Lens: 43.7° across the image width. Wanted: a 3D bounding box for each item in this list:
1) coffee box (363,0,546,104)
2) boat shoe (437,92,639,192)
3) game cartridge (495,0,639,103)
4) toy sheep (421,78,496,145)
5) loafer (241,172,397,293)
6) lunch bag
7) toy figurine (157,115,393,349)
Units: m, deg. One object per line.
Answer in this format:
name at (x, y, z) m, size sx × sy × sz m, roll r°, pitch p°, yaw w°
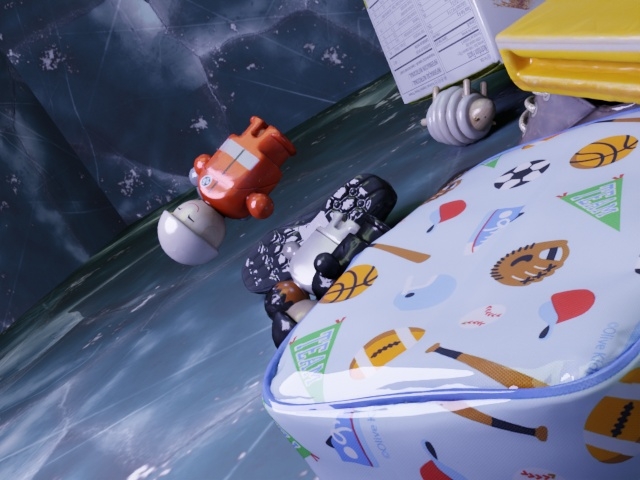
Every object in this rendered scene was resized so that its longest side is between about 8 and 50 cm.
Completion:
coffee box at (0.264, -0.429, 1.161) m, size 0.338 × 0.334 × 0.338 m, roll -24°, pitch 6°, yaw -13°
boat shoe at (0.229, -0.094, 0.624) m, size 0.355 × 0.130 × 0.132 m, roll -19°, pitch 18°, yaw 46°
game cartridge at (0.306, -0.183, 0.466) m, size 0.324 × 0.052 × 0.285 m, roll -33°, pitch 22°, yaw -9°
toy sheep at (0.190, -0.174, 1.110) m, size 0.091 × 0.091 × 0.132 m, roll -39°, pitch 20°, yaw -27°
loafer at (0.000, 0.000, 0.985) m, size 0.223 × 0.076 × 0.078 m, roll -35°, pitch -25°, yaw 19°
lunch bag at (0.126, 0.036, 0.435) m, size 0.243 × 0.114 × 0.303 m, roll -13°, pitch 24°, yaw 43°
toy figurine at (-0.047, 0.002, 0.768) m, size 0.148 × 0.213 × 0.209 m, roll -51°, pitch 12°, yaw -5°
